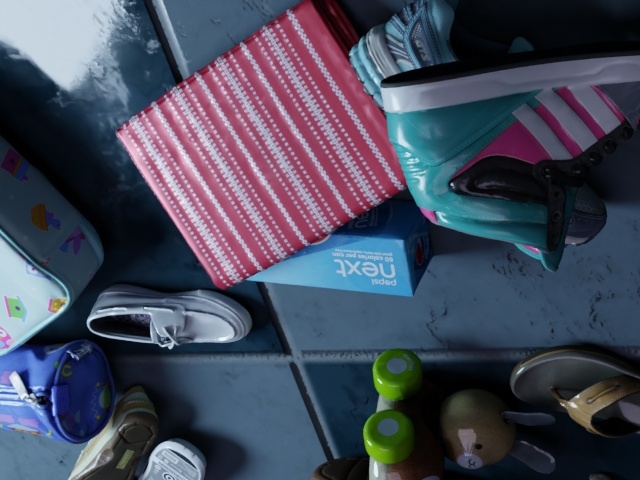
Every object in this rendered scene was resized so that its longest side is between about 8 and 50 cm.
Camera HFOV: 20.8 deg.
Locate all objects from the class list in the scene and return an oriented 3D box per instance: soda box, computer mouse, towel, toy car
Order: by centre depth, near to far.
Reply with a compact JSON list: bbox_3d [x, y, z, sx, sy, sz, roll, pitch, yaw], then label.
[{"bbox_3d":[-0.046,-0.089,1.651,0.275,0.031,0.199,-30,96,31],"label":"towel"},{"bbox_3d":[0.000,0.000,1.727,0.210,0.067,0.071,5,128,22],"label":"soda box"},{"bbox_3d":[0.147,0.208,1.786,0.188,0.149,0.155,3,140,9],"label":"toy car"},{"bbox_3d":[-0.177,0.283,2.061,0.106,0.042,0.193,37,139,0],"label":"computer mouse"}]

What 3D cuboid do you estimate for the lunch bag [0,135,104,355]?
[{"bbox_3d":[-0.388,-0.015,1.875,0.279,0.108,0.224,45,136,-11],"label":"lunch bag"}]

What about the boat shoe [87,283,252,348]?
[{"bbox_3d":[-0.166,0.088,1.880,0.184,0.063,0.066,11,130,18],"label":"boat shoe"}]

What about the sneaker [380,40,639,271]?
[{"bbox_3d":[0.205,-0.068,1.452,0.296,0.124,0.178,-8,102,-4],"label":"sneaker"}]

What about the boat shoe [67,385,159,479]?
[{"bbox_3d":[-0.245,0.243,2.042,0.068,0.072,0.190,19,128,-31],"label":"boat shoe"}]

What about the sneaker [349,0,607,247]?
[{"bbox_3d":[0.164,-0.106,1.539,0.283,0.110,0.122,39,117,-17],"label":"sneaker"}]

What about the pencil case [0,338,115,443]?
[{"bbox_3d":[-0.387,0.162,1.997,0.306,0.133,0.119,4,93,25],"label":"pencil case"}]

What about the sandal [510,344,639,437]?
[{"bbox_3d":[0.293,0.167,1.724,0.219,0.060,0.090,20,132,10],"label":"sandal"}]

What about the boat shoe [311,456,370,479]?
[{"bbox_3d":[0.106,0.309,1.886,0.257,0.095,0.095,11,114,28],"label":"boat shoe"}]

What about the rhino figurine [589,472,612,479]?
[{"bbox_3d":[0.254,0.359,1.866,0.073,0.106,0.243,29,133,2],"label":"rhino figurine"}]
